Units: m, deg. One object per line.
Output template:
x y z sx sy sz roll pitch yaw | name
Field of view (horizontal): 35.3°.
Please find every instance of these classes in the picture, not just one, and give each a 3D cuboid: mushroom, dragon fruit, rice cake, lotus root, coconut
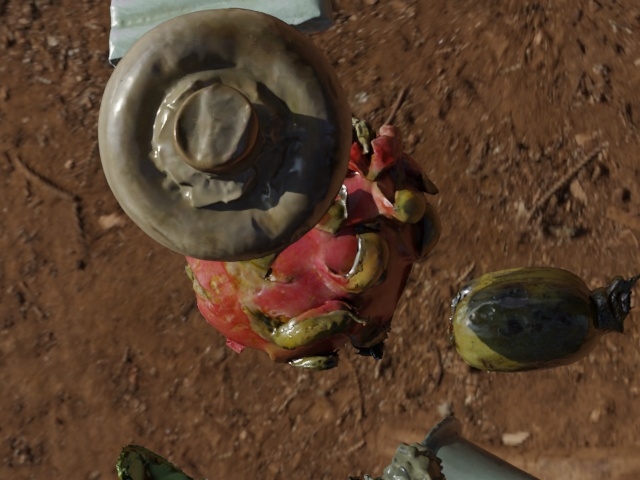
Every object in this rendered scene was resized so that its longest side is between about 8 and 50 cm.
-0.074 -0.082 0.785 0.207 0.215 0.207 0 95 -4 | mushroom
0.000 0.000 1.091 0.291 0.250 0.269 -31 76 37 | dragon fruit
-0.101 -0.227 0.994 0.226 0.040 0.085 -11 72 7 | rice cake
0.310 0.108 1.380 0.278 0.154 0.154 -10 104 9 | lotus root
-0.201 0.344 1.339 0.055 0.133 0.158 -53 51 21 | coconut

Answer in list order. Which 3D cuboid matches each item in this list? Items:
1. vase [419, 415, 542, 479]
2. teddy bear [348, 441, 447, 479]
0.307 0.479 1.785 0.291 0.245 0.245 22 111 26 | vase
0.108 0.388 1.083 0.224 0.367 0.357 -11 63 9 | teddy bear
